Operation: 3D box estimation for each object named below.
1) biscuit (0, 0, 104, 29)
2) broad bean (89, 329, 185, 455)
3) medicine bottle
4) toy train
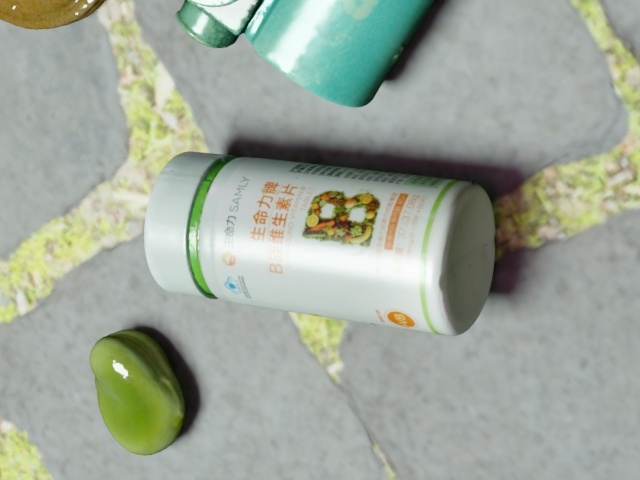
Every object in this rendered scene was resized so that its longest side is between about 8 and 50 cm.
[{"bbox_3d":[-0.190,-0.208,1.061,0.124,0.026,0.175,-36,86,30],"label":"biscuit"},{"bbox_3d":[-0.114,0.096,1.095,0.063,0.045,0.083,-4,109,30],"label":"broad bean"},{"bbox_3d":[0.000,0.000,0.983,0.183,0.086,0.086,7,107,25],"label":"medicine bottle"},{"bbox_3d":[0.022,-0.187,0.921,0.159,0.101,0.248,33,119,1],"label":"toy train"}]
